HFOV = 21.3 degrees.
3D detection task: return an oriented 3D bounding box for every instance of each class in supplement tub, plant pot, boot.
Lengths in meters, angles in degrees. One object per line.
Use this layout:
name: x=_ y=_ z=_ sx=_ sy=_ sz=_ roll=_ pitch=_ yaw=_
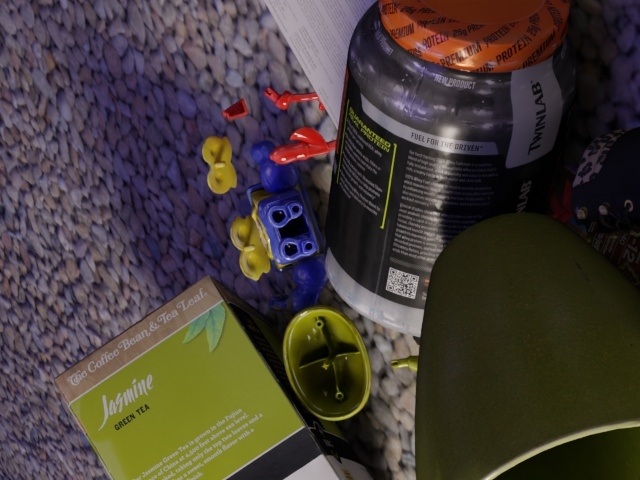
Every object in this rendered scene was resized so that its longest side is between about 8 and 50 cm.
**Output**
supplement tub: x=0.117 y=-0.091 z=1.557 sx=0.207 sy=0.207 sz=0.338 roll=42 pitch=143 yaw=32
plant pot: x=0.188 y=0.123 z=1.374 sx=0.293 sy=0.275 sz=0.275 roll=-103 pitch=16 yaw=-45
boot: x=0.278 y=-0.012 z=1.365 sx=0.085 sy=0.236 sz=0.178 roll=34 pitch=151 yaw=-27

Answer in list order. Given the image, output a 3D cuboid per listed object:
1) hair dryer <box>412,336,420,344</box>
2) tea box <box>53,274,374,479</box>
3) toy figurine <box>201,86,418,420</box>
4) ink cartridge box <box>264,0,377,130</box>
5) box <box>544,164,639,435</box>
hair dryer: x=0.231 y=0.147 z=1.715 sx=0.223 sy=0.080 sz=0.293 roll=54 pitch=157 yaw=-14
tea box: x=-0.098 y=0.247 z=1.978 sx=0.323 sy=0.220 sz=0.329 roll=57 pitch=-178 yaw=14
toy figurine: x=0.000 y=0.000 z=1.912 sx=0.217 sy=0.191 sz=0.362 roll=-141 pitch=30 yaw=-84
ink cartridge box: x=0.059 y=-0.236 z=1.710 sx=0.225 sy=0.056 sz=0.181 roll=-33 pitch=83 yaw=40
box: x=0.248 y=0.105 z=1.524 sx=0.201 sy=0.057 sz=0.293 roll=39 pitch=118 yaw=46
